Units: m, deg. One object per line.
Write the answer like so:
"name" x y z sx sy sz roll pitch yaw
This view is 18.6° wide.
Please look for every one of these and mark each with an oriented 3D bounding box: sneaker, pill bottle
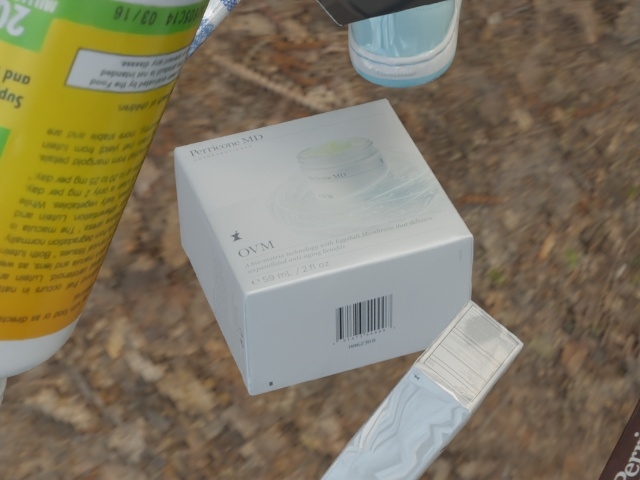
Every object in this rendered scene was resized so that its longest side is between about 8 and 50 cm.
"sneaker" 0.083 -0.318 1.785 0.127 0.319 0.208 -2 140 5
"pill bottle" -0.143 -0.031 0.767 0.136 0.136 0.245 29 113 10

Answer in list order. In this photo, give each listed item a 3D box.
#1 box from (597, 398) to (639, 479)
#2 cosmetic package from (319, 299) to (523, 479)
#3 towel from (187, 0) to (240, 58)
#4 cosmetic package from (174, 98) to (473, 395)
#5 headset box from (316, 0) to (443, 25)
"box" 0.394 0.162 1.304 0.381 0.143 0.191 11 67 49
"cosmetic package" 0.061 0.157 1.517 0.060 0.099 0.239 41 133 7
"towel" -0.115 -0.156 1.144 0.285 0.209 0.034 -48 127 -12
"cosmetic package" 0.000 0.000 1.862 0.224 0.224 0.138 -14 133 -14
"headset box" 0.099 -0.213 0.625 0.246 0.283 0.131 -5 136 50
